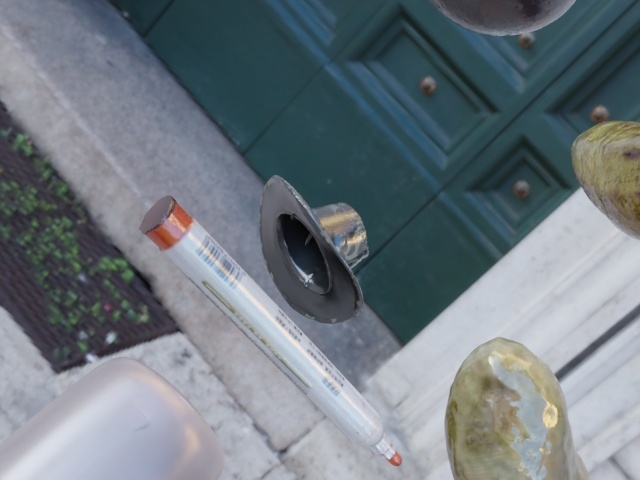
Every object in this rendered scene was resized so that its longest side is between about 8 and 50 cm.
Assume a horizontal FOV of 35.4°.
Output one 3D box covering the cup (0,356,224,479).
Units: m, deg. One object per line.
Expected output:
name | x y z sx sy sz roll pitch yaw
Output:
cup | -0.194 0.253 0.994 0.252 0.200 0.192 32 -30 28

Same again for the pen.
pen | -0.018 0.059 0.552 0.218 0.026 0.026 48 19 -25

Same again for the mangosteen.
mangosteen | 0.264 -0.459 1.467 0.300 0.300 0.300 37 24 -19

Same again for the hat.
hat | 0.000 0.000 0.683 0.050 0.121 0.121 -26 67 -25

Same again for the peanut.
peanut | 0.160 0.180 0.810 0.110 0.120 0.237 20 -47 54

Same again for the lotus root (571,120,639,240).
lotus root | 0.287 -0.051 0.889 0.110 0.097 0.258 62 -1 -12
